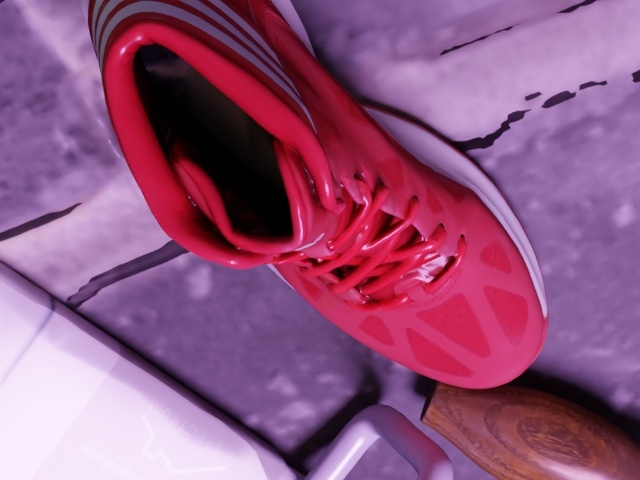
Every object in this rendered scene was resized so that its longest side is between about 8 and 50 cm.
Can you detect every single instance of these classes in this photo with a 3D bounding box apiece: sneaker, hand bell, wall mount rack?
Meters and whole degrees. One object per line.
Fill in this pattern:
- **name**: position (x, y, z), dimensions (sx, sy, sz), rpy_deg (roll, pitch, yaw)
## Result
- **sneaker**: position (0.000, 0.000, 0.554), dimensions (0.087, 0.128, 0.221), rpy_deg (-40, 114, 19)
- **hand bell**: position (0.154, 0.105, 0.653), dimensions (0.242, 0.126, 0.126), rpy_deg (22, 118, -2)
- **wall mount rack**: position (-0.129, 0.137, 0.595), dimensions (0.350, 0.130, 0.304), rpy_deg (36, 92, -21)

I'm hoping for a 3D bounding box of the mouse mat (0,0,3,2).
- **mouse mat**: position (-0.187, -0.099, 0.515), dimensions (0.190, 0.007, 0.152), rpy_deg (-37, 118, -9)
